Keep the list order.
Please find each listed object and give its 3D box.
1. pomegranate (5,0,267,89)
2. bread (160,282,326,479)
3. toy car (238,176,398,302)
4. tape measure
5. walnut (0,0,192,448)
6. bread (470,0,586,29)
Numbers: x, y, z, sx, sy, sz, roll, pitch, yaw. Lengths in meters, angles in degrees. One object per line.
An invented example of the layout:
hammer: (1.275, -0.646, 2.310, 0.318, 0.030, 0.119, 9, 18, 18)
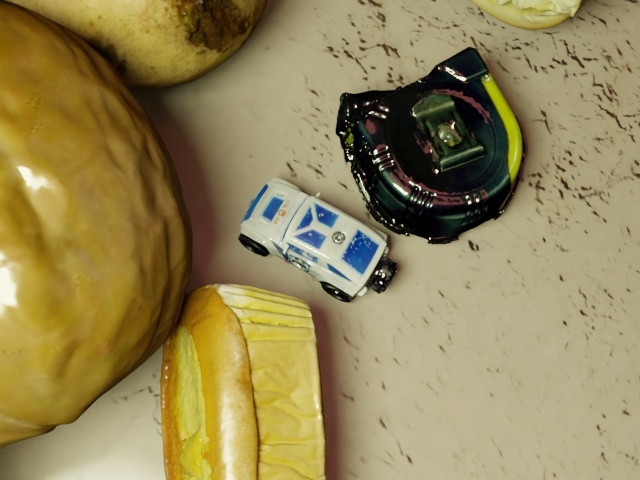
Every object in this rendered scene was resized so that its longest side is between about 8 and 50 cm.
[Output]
pomegranate: (-0.197, -0.312, 0.891, 0.322, 0.322, 0.322, 1, 71, -4)
bread: (-0.075, 0.184, 0.800, 0.119, 0.152, 0.288, 5, 71, -27)
toy car: (0.000, 0.000, 0.904, 0.170, 0.070, 0.080, 29, 71, 6)
tape measure: (0.131, -0.098, 0.928, 0.199, 0.112, 0.186, -24, 77, -10)
walnut: (-0.302, -0.018, 0.753, 0.354, 0.308, 0.398, -34, 76, 3)
bread: (0.220, -0.399, 0.990, 0.315, 0.211, 0.270, 41, 66, 1)
